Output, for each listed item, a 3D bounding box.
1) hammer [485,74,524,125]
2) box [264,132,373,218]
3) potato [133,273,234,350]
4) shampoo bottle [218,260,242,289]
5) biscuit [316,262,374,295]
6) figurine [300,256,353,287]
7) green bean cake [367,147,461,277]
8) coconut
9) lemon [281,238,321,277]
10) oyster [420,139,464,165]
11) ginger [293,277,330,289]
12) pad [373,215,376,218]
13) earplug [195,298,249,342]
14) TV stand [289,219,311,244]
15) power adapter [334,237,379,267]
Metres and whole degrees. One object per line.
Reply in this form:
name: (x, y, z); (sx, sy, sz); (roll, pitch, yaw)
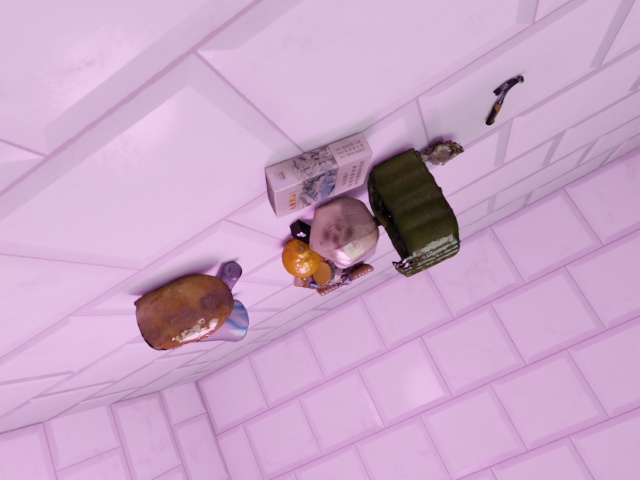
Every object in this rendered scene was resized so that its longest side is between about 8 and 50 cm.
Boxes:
hammer: (0.506, -0.388, 1.230); (0.078, 0.021, 0.201); (-25, 163, -4)
box: (-0.007, -0.158, 1.079); (0.256, 0.069, 0.164); (-23, 163, -11)
potato: (-0.407, 0.216, 1.376); (0.266, 0.229, 0.229); (-30, 163, 5)
shampoo bottle: (-0.333, 0.146, 1.525); (0.072, 0.072, 0.214); (-15, 160, -33)
biscuit: (0.124, 0.205, 2.343); (0.324, 0.044, 0.217); (-26, -174, -5)
figurine: (0.047, 0.136, 1.903); (0.275, 0.158, 0.161); (1, 109, -54)
green bean cake: (0.273, -0.076, 1.329); (0.218, 0.319, 0.335); (-25, 160, 7)
coconut: (0.066, -0.024, 1.358); (0.224, 0.224, 0.224); (-24, 164, -8)
lemon: (-0.067, 0.056, 1.524); (0.142, 0.142, 0.187); (-22, 161, -13)
oyster: (0.379, -0.276, 1.327); (0.148, 0.051, 0.103); (5, 151, -33)
ginger: (-0.024, 0.203, 2.148); (0.131, 0.086, 0.294); (-11, 171, 37)
pad: (0.294, -0.098, 1.825); (0.265, 0.009, 0.159); (-14, 162, -34)
earplug: (-0.470, 0.336, 1.749); (0.185, 0.185, 0.324); (-36, 155, 31)
TV stand: (0.000, 0.000, 1.467); (0.040, 0.049, 0.256); (-35, 142, 26)
power adapter: (0.128, 0.001, 1.669); (0.187, 0.124, 0.255); (-25, 163, -6)
